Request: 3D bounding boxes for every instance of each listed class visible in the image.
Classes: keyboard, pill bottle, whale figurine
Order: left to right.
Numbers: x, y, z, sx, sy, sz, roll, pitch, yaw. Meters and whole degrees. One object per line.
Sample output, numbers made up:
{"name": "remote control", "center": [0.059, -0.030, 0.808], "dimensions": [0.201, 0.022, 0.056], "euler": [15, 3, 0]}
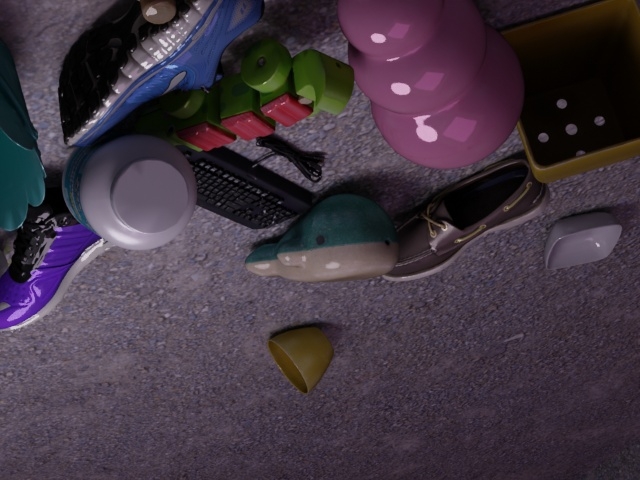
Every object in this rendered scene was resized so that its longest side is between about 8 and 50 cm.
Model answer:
{"name": "pill bottle", "center": [-0.245, -0.067, 1.421], "dimensions": [0.146, 0.146, 0.264], "euler": [-4, -173, -21]}
{"name": "keyboard", "center": [-0.116, -0.098, 1.676], "dimensions": [0.202, 0.033, 0.317], "euler": [-31, 149, 25]}
{"name": "whale figurine", "center": [0.000, 0.000, 1.833], "dimensions": [0.272, 0.141, 0.216], "euler": [-8, 175, 39]}

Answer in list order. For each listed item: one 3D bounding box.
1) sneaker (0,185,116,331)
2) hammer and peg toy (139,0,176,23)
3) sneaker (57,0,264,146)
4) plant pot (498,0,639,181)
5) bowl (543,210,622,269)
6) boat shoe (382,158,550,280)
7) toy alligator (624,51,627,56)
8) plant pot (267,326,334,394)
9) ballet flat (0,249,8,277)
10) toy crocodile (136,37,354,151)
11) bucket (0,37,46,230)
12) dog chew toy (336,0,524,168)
{"name": "sneaker", "center": [-0.400, -0.002, 1.586], "dimensions": [0.293, 0.102, 0.146], "euler": [-44, 139, -1]}
{"name": "hammer and peg toy", "center": [-0.145, -0.386, 1.049], "dimensions": [0.361, 0.127, 0.266], "euler": [-35, 144, 31]}
{"name": "sneaker", "center": [-0.195, -0.209, 1.337], "dimensions": [0.330, 0.129, 0.147], "euler": [-34, 144, 30]}
{"name": "plant pot", "center": [0.371, -0.195, 1.586], "dimensions": [0.212, 0.212, 0.187], "euler": [-17, 163, 2]}
{"name": "bowl", "center": [0.498, -0.006, 2.122], "dimensions": [0.142, 0.053, 0.142], "euler": [-12, 152, -7]}
{"name": "boat shoe", "center": [0.229, -0.038, 1.872], "dimensions": [0.324, 0.116, 0.097], "euler": [-26, 145, 11]}
{"name": "toy alligator", "center": [0.480, -0.267, 1.657], "dimensions": [0.056, 0.051, 0.189], "euler": [18, 159, 7]}
{"name": "plant pot", "center": [-0.030, 0.228, 2.218], "dimensions": [0.095, 0.134, 0.134], "euler": [-35, 157, -19]}
{"name": "ballet flat", "center": [-0.665, 0.088, 1.627], "dimensions": [0.400, 0.139, 0.139], "euler": [-8, 151, -13]}
{"name": "toy crocodile", "center": [-0.101, -0.174, 1.424], "dimensions": [0.341, 0.105, 0.115], "euler": [-13, 156, 32]}
{"name": "bucket", "center": [-0.470, -0.127, 1.287], "dimensions": [0.281, 0.183, 0.281], "euler": [-13, 151, -7]}
{"name": "dog chew toy", "center": [0.129, -0.233, 1.394], "dimensions": [0.207, 0.206, 0.332], "euler": [-25, 143, 16]}
